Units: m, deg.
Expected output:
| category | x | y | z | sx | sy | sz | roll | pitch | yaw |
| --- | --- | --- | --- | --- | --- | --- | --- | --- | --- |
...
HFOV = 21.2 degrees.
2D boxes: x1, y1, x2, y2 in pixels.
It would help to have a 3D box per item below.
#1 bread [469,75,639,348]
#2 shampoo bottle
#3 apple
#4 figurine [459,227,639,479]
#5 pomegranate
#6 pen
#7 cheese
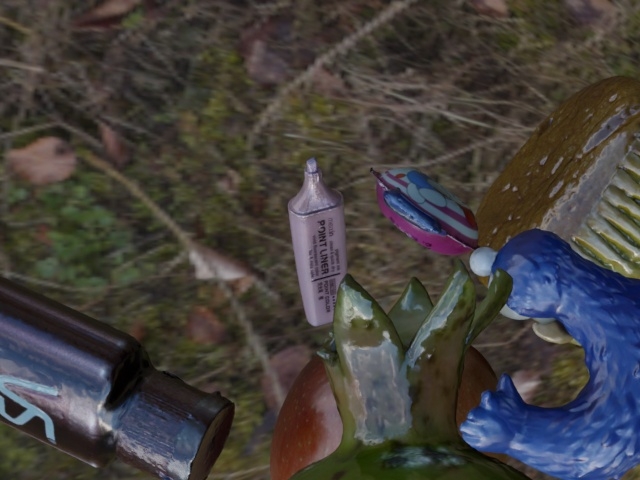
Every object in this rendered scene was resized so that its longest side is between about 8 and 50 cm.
| category | x | y | z | sx | sy | sz | roll | pitch | yaw |
| --- | --- | --- | --- | --- | --- | --- | --- | --- | --- |
| bread | 0.266 | -0.032 | 1.669 | 0.142 | 0.227 | 0.253 | 32 | 101 | -16 |
| shampoo bottle | -0.222 | 0.087 | 1.257 | 0.323 | 0.084 | 0.129 | 24 | 136 | 12 |
| apple | 0.051 | 0.153 | 1.293 | 0.181 | 0.181 | 0.168 | 9 | 123 | 19 |
| figurine | 0.208 | 0.075 | 1.012 | 0.262 | 0.164 | 0.120 | 25 | 139 | -10 |
| pomegranate | 0.046 | 0.117 | 0.701 | 0.156 | 0.156 | 0.220 | 16 | 82 | 18 |
| pen | 0.000 | 0.000 | 1.619 | 0.053 | 0.197 | 0.032 | -16 | 41 | -10 |
| cheese | 0.068 | -0.019 | 1.143 | 0.095 | 0.145 | 0.038 | 36 | 98 | 7 |
